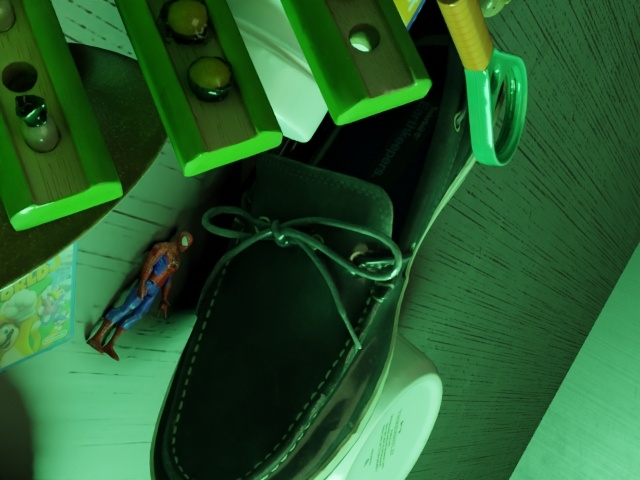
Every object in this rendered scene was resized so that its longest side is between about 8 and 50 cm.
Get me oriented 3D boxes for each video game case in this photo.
[{"bbox_3d":[-0.208,0.016,0.559,0.119,0.015,0.166,-25,136,-47],"label":"video game case"}]

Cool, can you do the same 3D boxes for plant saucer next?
[{"bbox_3d":[-0.164,-0.039,0.405,0.198,0.198,0.036,-46,130,-25],"label":"plant saucer"}]

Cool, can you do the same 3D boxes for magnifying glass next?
[{"bbox_3d":[0.129,-0.130,0.673,0.231,0.026,0.092,41,65,-60],"label":"magnifying glass"}]

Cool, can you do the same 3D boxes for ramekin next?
[{"bbox_3d":[0.032,0.217,1.017,0.273,0.127,0.273,-38,145,-34],"label":"ramekin"}]

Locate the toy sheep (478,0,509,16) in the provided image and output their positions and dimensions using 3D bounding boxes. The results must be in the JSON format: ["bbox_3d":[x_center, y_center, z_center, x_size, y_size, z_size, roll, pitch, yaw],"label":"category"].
[{"bbox_3d":[0.175,-0.282,0.841,0.091,0.091,0.132,6,97,-60],"label":"toy sheep"}]

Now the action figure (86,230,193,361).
[{"bbox_3d":[-0.137,0.041,0.686,0.115,0.030,0.038,-58,147,-9],"label":"action figure"}]

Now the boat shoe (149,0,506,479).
[{"bbox_3d":[0.000,0.000,0.716,0.500,0.186,0.156,-60,151,-15],"label":"boat shoe"}]

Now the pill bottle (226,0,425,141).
[{"bbox_3d":[0.012,-0.208,0.565,0.272,0.152,0.152,-61,152,-1],"label":"pill bottle"}]

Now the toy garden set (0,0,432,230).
[{"bbox_3d":[-0.101,-0.119,0.344,0.244,0.204,0.049,-20,167,-13],"label":"toy garden set"}]
